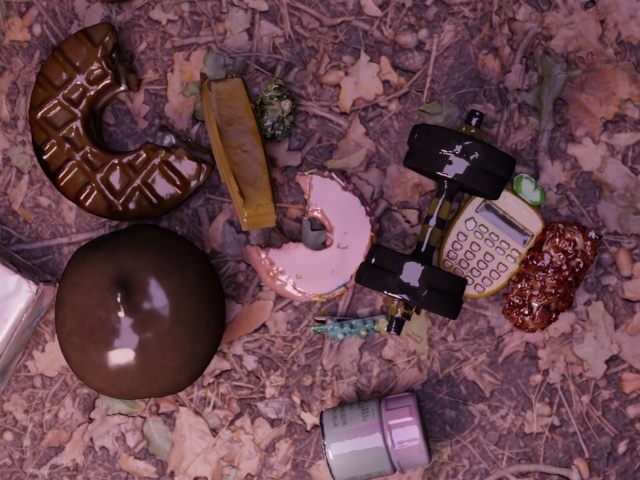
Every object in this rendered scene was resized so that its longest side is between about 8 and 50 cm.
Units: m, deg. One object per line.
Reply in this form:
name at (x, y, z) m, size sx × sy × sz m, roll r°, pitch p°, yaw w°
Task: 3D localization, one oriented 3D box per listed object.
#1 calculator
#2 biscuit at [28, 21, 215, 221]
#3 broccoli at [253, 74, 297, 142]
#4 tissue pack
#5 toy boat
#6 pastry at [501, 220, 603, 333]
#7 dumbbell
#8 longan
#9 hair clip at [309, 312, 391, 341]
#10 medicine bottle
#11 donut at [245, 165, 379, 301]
calculator at (0.298, -0.009, 1.599) m, size 0.146 × 0.032 × 0.235 m, roll 38°, pitch 96°, yaw 6°
biscuit at (-0.376, -0.188, 1.653) m, size 0.268 × 0.115 × 0.366 m, roll -39°, pitch 84°, yaw 5°
broccoli at (-0.077, -0.228, 1.624) m, size 0.095 × 0.092 × 0.097 m, roll 45°, pitch 80°, yaw -14°
tissue pack at (-0.624, 0.145, 1.683) m, size 0.201 × 0.124 × 0.271 m, roll 31°, pitch 95°, yaw 6°
toy boat at (-0.142, -0.160, 1.605) m, size 0.089 × 0.115 × 0.310 m, roll -14°, pitch 75°, yaw -17°
pastry at (0.381, 0.062, 1.545) m, size 0.115 × 0.097 × 0.209 m, roll 30°, pitch 96°, yaw -11°
dumbbell at (0.185, -0.030, 1.515) m, size 0.185 × 0.185 × 0.389 m, roll 20°, pitch 90°, yaw 8°
longan at (-0.300, 0.119, 1.561) m, size 0.297 × 0.297 × 0.298 m, roll 0°, pitch 90°, yaw 8°
hair clip at (0.068, 0.150, 1.630) m, size 0.172 × 0.049 × 0.049 m, roll -5°, pitch 89°, yaw 7°
medicine bottle at (0.094, 0.333, 1.576) m, size 0.168 × 0.135 × 0.135 m, roll -14°, pitch 88°, yaw 9°
donut at (0.000, 0.000, 1.614) m, size 0.199 × 0.085 × 0.233 m, roll 37°, pitch 95°, yaw 7°
